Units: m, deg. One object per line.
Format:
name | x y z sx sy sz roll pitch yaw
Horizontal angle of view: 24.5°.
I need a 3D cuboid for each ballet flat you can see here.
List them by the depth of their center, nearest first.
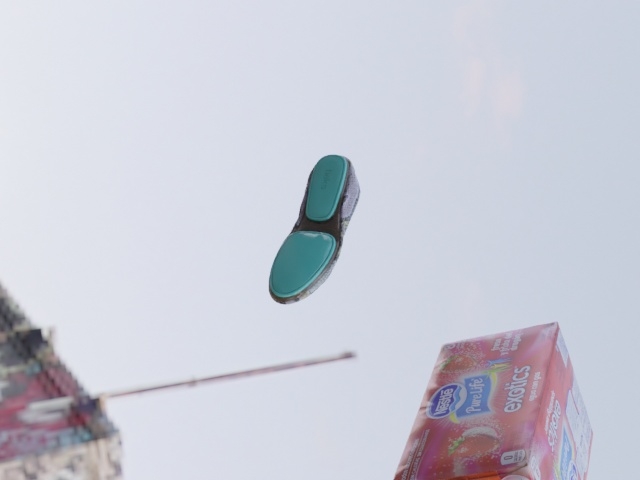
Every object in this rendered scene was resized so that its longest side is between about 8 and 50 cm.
ballet flat | 0.000 0.000 0.918 0.041 0.041 0.114 -42 -157 56

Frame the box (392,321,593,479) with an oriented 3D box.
box | 0.159 0.191 1.304 0.122 0.257 0.128 -14 -70 20
